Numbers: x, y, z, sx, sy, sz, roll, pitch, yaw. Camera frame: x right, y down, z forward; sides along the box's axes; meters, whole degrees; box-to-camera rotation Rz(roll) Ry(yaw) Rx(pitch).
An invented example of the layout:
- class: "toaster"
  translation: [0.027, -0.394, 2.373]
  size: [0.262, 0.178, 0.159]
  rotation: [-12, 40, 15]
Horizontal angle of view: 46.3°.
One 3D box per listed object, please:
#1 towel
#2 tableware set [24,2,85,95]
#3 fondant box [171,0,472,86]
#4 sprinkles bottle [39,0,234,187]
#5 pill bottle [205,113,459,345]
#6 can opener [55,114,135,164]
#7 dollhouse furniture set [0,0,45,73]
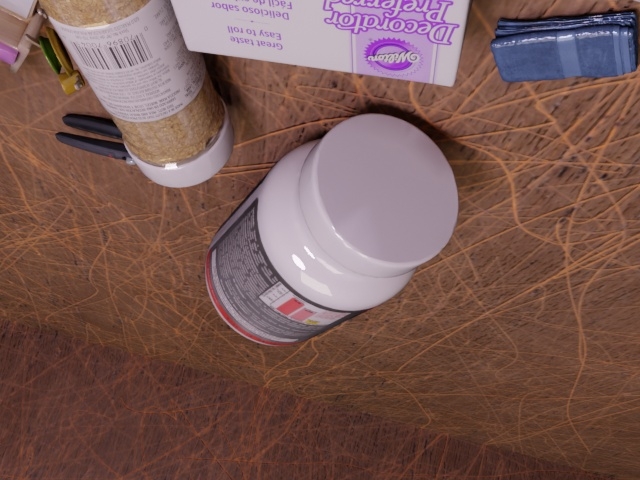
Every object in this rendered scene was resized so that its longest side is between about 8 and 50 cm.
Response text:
- class: "towel"
  translation: [0.215, -0.169, 0.660]
  size: [0.119, 0.029, 0.067]
  rotation: [1, 153, 25]
- class: "tableware set"
  translation: [-0.267, -0.211, 0.707]
  size: [0.024, 0.104, 0.154]
  rotation: [-24, 111, -4]
- class: "fondant box"
  translation: [-0.002, -0.254, 0.510]
  size: [0.238, 0.096, 0.330]
  rotation: [10, 157, 9]
- class: "sprinkles bottle"
  translation: [-0.177, -0.187, 0.722]
  size: [0.121, 0.121, 0.355]
  rotation: [9, 156, 11]
- class: "pill bottle"
  translation: [0.000, 0.000, 0.926]
  size: [0.210, 0.210, 0.363]
  rotation: [21, 156, -16]
- class: "can opener"
  translation: [-0.261, -0.128, 0.975]
  size: [0.186, 0.059, 0.073]
  rotation: [9, 156, 10]
- class: "dollhouse furniture set"
  translation: [-0.435, -0.172, 0.671]
  size: [0.286, 0.303, 0.198]
  rotation: [25, 155, -23]
